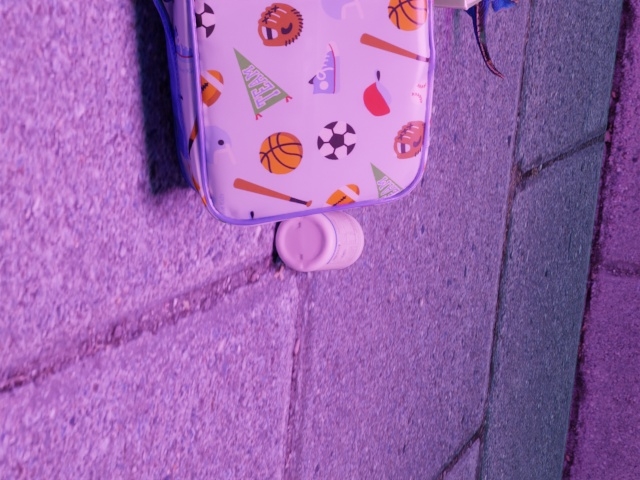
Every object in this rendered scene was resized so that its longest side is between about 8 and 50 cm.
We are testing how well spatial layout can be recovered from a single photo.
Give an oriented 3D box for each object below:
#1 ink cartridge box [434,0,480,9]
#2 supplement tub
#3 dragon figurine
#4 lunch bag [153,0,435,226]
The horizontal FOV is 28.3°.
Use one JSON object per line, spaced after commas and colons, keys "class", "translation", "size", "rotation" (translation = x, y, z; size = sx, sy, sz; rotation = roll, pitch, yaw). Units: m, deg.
{"class": "ink cartridge box", "translation": [0.073, -0.298, 1.297], "size": [0.154, 0.212, 0.093], "rotation": [-40, 132, -58]}
{"class": "supplement tub", "translation": [0.000, 0.000, 1.432], "size": [0.107, 0.071, 0.071], "rotation": [0, 99, -69]}
{"class": "dragon figurine", "translation": [0.228, -0.386, 1.817], "size": [0.144, 0.085, 0.289], "rotation": [23, 74, -66]}
{"class": "lunch bag", "translation": [-0.025, -0.170, 1.113], "size": [0.115, 0.243, 0.303], "rotation": [-125, -150, -62]}
